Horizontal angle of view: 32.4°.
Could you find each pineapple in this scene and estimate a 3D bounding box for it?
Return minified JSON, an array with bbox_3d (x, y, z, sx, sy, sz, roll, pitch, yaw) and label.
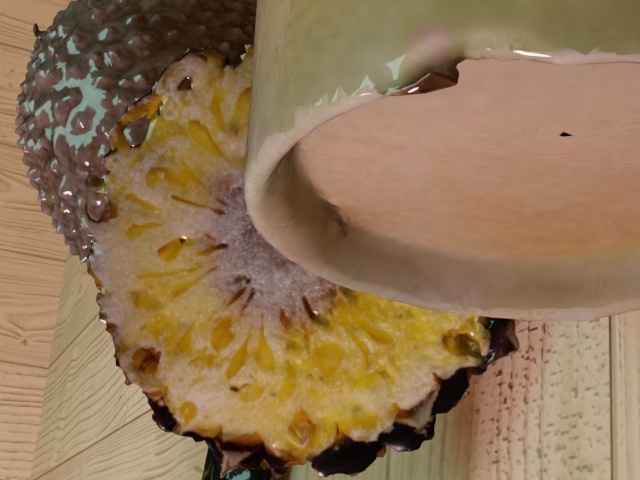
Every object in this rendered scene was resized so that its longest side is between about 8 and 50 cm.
[{"bbox_3d":[0.000,0.000,0.724,0.272,0.262,0.262,-45,-31,-84],"label":"pineapple"}]

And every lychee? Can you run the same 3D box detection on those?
[{"bbox_3d":[-0.136,-0.096,1.010,0.300,0.300,0.300,-168,90,-70],"label":"lychee"}]

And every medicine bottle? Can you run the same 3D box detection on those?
[{"bbox_3d":[0.095,-0.191,0.482,0.236,0.236,0.406,140,138,-59],"label":"medicine bottle"}]

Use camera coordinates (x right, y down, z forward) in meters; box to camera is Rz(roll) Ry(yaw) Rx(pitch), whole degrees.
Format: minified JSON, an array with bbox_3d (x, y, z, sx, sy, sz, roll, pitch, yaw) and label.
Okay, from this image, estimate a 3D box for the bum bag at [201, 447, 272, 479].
[{"bbox_3d":[-0.060,0.163,0.952,0.107,0.060,0.232,20,100,61],"label":"bum bag"}]
